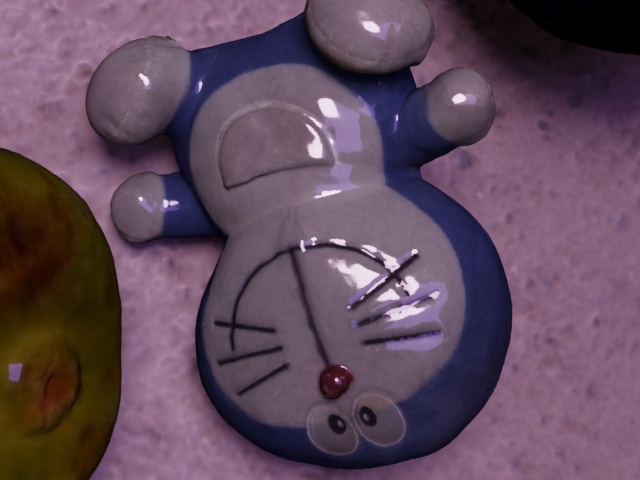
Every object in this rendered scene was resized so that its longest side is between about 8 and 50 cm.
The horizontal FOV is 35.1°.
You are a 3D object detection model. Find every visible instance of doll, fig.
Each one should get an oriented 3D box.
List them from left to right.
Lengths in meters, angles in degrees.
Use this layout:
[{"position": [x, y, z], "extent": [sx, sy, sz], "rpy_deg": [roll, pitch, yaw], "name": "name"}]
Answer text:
[{"position": [-0.215, 0.046, 0.489], "extent": [0.225, 0.203, 0.203], "rpy_deg": [5, 80, 23], "name": "fig"}, {"position": [0.000, 0.000, 0.566], "extent": [0.228, 0.154, 0.258], "rpy_deg": [-16, 80, 15], "name": "doll"}]

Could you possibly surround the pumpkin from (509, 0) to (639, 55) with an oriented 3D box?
[{"position": [0.229, -0.264, 0.557], "extent": [0.266, 0.363, 0.363], "rpy_deg": [46, 73, -6], "name": "pumpkin"}]
